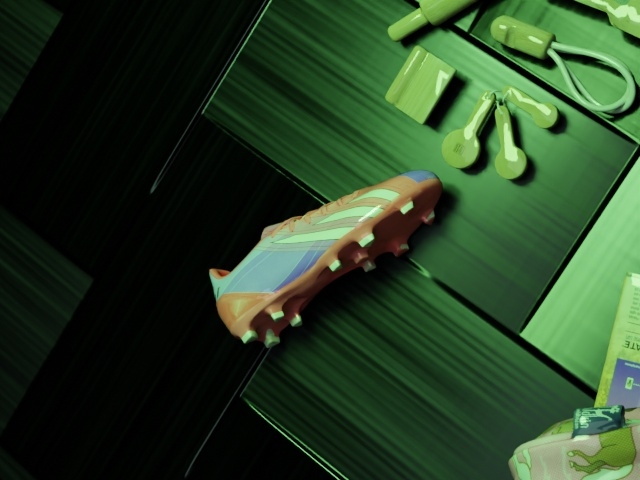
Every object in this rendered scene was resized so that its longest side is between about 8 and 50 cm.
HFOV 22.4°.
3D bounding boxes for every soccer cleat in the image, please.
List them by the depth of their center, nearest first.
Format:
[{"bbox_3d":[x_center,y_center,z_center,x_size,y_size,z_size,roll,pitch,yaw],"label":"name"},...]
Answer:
[{"bbox_3d":[0.000,0.000,1.484,0.248,0.083,0.095,-39,64,19],"label":"soccer cleat"}]

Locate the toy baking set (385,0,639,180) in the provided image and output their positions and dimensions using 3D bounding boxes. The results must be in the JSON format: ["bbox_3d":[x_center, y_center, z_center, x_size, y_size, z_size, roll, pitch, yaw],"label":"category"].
[{"bbox_3d":[0.180,-0.168,1.447,0.256,0.030,0.197,-35,73,18],"label":"toy baking set"}]

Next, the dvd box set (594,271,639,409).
[{"bbox_3d":[0.345,0.262,1.289,0.307,0.062,0.420,12,89,27],"label":"dvd box set"}]

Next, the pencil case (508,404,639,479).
[{"bbox_3d":[0.262,0.313,1.203,0.160,0.167,0.386,-10,76,-14],"label":"pencil case"}]
